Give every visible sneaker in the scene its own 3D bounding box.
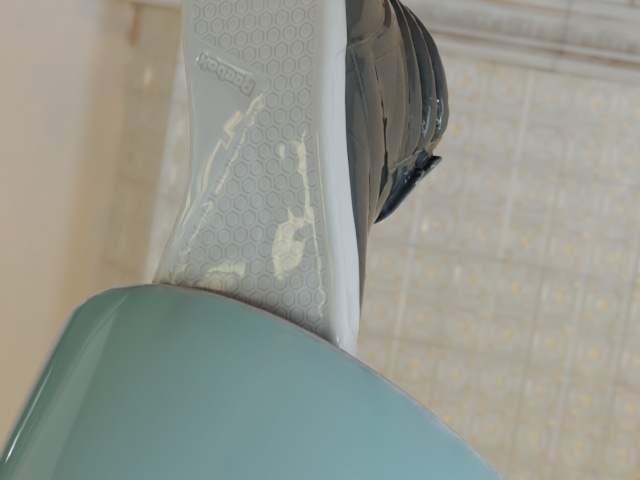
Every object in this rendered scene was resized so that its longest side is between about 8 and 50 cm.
[{"bbox_3d":[0.000,0.000,0.737,0.104,0.296,0.147,0,173,28],"label":"sneaker"}]

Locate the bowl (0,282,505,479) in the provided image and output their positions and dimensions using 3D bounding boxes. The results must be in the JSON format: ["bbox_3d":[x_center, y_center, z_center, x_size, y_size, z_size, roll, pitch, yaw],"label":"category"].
[{"bbox_3d":[-0.046,0.187,0.704,0.311,0.312,0.163,13,-134,35],"label":"bowl"}]
